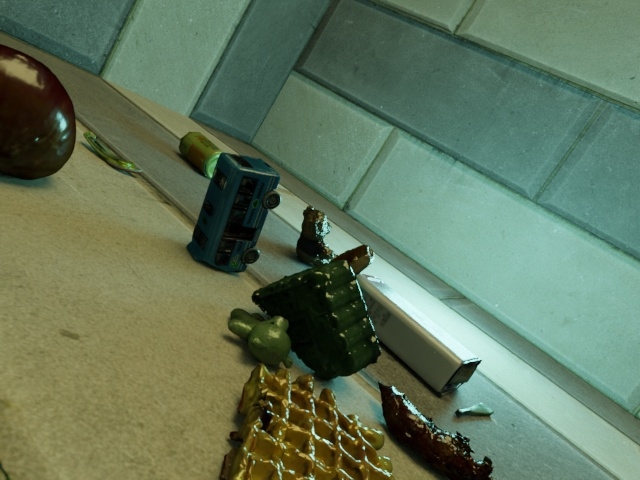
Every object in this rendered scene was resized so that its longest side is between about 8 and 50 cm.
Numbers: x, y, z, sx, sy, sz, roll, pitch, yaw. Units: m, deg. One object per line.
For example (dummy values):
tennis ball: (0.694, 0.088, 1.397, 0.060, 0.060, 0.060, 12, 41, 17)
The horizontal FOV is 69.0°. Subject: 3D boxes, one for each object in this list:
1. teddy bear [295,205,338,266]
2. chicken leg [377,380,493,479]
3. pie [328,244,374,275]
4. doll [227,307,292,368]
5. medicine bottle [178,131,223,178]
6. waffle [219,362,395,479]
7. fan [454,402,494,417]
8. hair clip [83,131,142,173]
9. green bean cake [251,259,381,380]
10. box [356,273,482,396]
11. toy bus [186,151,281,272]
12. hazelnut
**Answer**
teddy bear: (-0.016, 0.012, 1.445, 0.182, 0.129, 0.251, 43, -23, 38)
chicken leg: (0.182, 0.326, 0.780, 0.234, 0.063, 0.105, 34, 6, 14)
pie: (0.052, 0.079, 1.213, 0.046, 0.195, 0.195, 54, 8, -9)
doll: (-0.100, 0.149, 0.784, 0.115, 0.077, 0.150, 37, -6, -37)
medicine bottle: (-0.457, -0.335, 1.812, 0.239, 0.124, 0.124, 39, 13, 36)
waffle: (-0.019, 0.255, 0.549, 0.283, 0.065, 0.309, 42, 11, 34)
fan: (0.354, 0.395, 1.080, 0.193, 0.016, 0.038, 21, 13, -49)
hair clip: (-0.570, -0.233, 1.256, 0.188, 0.033, 0.060, 36, 14, 9)
green bean cake: (-0.012, 0.155, 0.850, 0.107, 0.194, 0.208, -18, 86, -55)
box: (0.223, 0.234, 1.200, 0.370, 0.112, 0.190, 41, 14, 32)
toy bus: (-0.187, -0.057, 1.001, 0.134, 0.246, 0.113, 7, 25, -40)
hazelnut: (-0.556, -0.218, 0.830, 0.217, 0.217, 0.251, 38, -11, 29)
